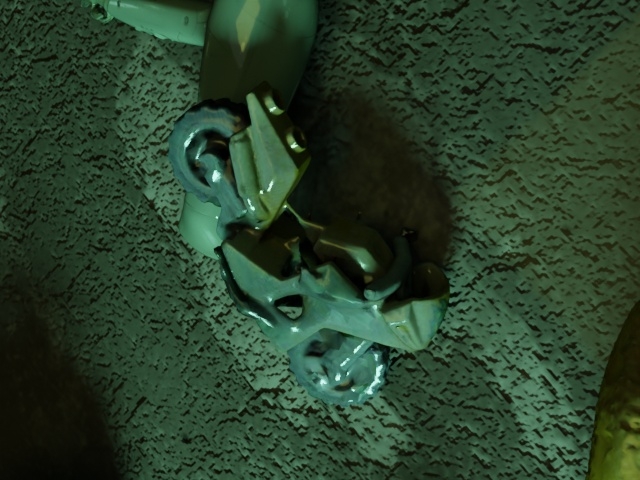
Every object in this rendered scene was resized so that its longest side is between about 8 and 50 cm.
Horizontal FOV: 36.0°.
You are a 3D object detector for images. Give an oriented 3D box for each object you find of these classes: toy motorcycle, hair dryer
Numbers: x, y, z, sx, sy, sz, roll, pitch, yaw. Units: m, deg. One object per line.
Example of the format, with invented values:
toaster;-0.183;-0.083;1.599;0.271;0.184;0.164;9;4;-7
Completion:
toy motorcycle;0.000;0.000;0.639;0.129;0.094;0.229;-22;106;30
hair dryer;-0.115;-0.125;0.732;0.237;0.075;0.206;33;116;32

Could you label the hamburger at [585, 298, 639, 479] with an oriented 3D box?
hamburger;0.204;0.155;0.506;0.144;0.156;0.283;13;98;28
